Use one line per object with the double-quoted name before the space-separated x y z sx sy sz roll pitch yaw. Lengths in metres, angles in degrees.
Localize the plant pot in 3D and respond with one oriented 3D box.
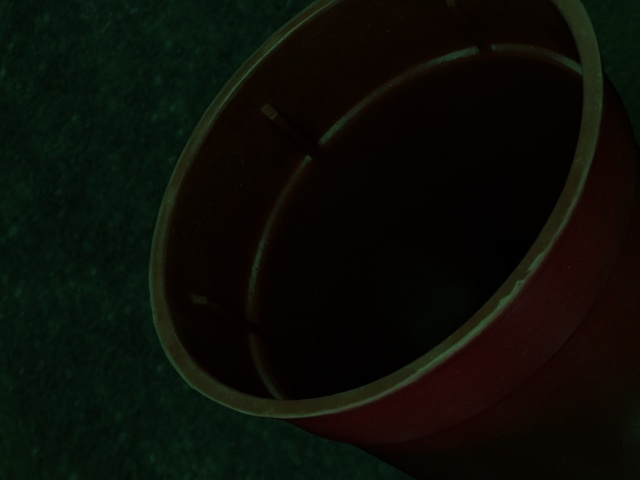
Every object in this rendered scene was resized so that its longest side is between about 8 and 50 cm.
"plant pot" 0.094 0.027 0.882 0.272 0.265 0.272 -23 48 28
